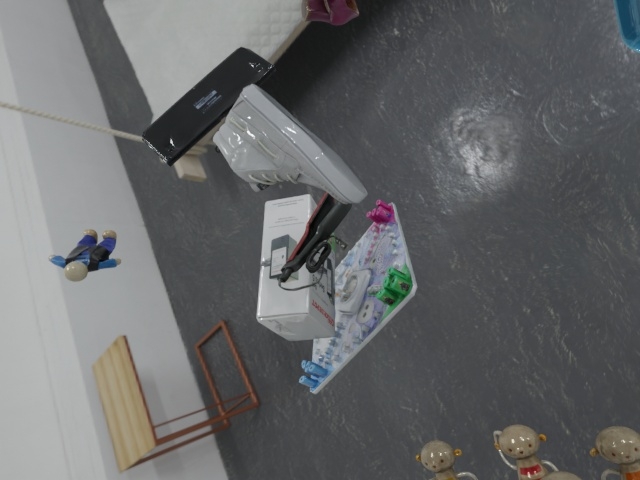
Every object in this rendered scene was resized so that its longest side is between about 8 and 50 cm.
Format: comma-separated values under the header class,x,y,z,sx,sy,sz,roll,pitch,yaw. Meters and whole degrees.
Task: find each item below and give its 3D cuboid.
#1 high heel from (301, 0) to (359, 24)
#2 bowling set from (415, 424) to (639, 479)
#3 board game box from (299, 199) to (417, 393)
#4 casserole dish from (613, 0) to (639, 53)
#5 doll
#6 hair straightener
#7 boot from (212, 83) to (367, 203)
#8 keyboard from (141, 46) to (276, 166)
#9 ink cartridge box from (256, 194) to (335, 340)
class,x,y,z,sx,sy,sz,roll,pitch,yaw
high heel,0.073,-0.683,1.087,0.377,0.182,0.127,-149,49,-72
bowling set,0.239,0.304,0.451,0.287,0.200,0.154,-26,77,21
board game box,0.074,0.123,1.051,0.389,0.050,0.389,-53,17,27
casserole dish,0.596,-0.403,0.740,0.037,0.188,0.114,-49,43,11
doll,-0.459,0.031,0.808,0.189,0.129,0.046,-124,39,-63
hair straightener,0.000,0.000,0.737,0.089,0.047,0.230,12,52,33
boot,-0.054,-0.117,0.642,0.258,0.095,0.123,45,107,15
keyboard,-0.218,-0.277,0.890,0.317,0.033,0.202,-45,66,-7
ink cartridge box,-0.045,0.068,0.922,0.115,0.198,0.272,-8,62,16
